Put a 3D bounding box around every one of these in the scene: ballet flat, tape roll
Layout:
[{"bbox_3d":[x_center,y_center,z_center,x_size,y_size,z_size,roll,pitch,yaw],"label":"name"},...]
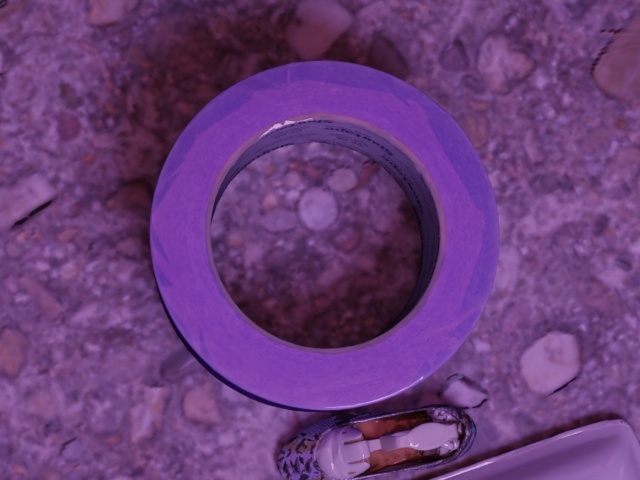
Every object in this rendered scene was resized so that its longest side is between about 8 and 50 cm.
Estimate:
[{"bbox_3d":[0.032,0.113,1.003,0.114,0.041,0.041,-11,85,-5],"label":"ballet flat"},{"bbox_3d":[0.000,0.000,0.993,0.189,0.080,0.189,0,84,-5],"label":"tape roll"}]

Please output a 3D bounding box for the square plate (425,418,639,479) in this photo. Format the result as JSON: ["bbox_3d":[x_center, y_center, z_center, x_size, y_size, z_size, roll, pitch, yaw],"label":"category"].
[{"bbox_3d":[0.065,0.310,0.980,0.344,0.049,0.347,-17,86,-5],"label":"square plate"}]
